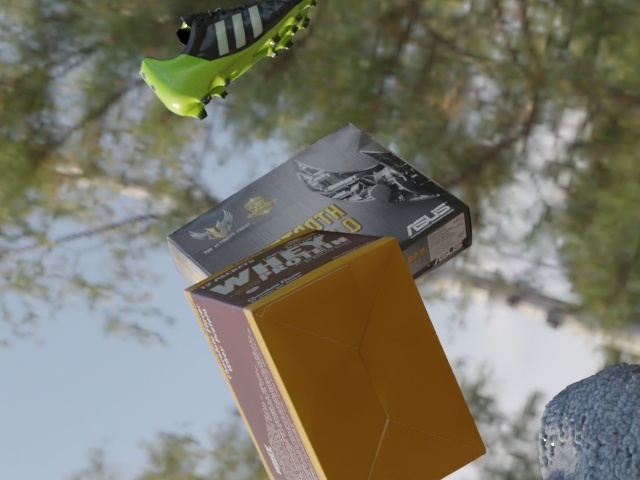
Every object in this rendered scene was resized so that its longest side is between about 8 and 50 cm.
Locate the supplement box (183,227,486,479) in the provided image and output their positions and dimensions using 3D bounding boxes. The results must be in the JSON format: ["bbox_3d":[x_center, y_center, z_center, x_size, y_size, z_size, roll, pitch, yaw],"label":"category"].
[{"bbox_3d":[0.006,0.103,1.251,0.129,0.194,0.191,-27,-79,-17],"label":"supplement box"}]

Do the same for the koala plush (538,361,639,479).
[{"bbox_3d":[0.165,0.206,0.873,0.221,0.196,0.203,-49,-53,-27],"label":"koala plush"}]

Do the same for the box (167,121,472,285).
[{"bbox_3d":[0.000,0.000,1.467,0.231,0.183,0.056,-33,-41,-21],"label":"box"}]

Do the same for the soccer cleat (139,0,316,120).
[{"bbox_3d":[-0.072,-0.172,1.274,0.179,0.072,0.060,-43,-10,-29],"label":"soccer cleat"}]

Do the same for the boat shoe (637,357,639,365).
[{"bbox_3d":[0.360,0.203,1.670,0.072,0.068,0.190,112,170,-55],"label":"boat shoe"}]
